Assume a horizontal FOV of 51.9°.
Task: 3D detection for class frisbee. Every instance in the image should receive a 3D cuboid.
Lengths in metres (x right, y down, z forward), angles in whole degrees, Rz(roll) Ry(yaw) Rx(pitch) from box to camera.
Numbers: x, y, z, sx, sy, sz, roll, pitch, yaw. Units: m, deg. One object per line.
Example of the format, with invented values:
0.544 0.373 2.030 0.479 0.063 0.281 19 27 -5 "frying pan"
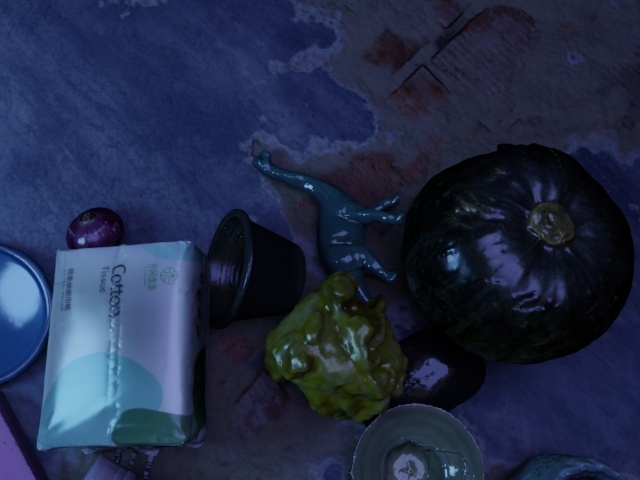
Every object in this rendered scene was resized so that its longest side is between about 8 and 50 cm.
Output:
-0.646 0.141 1.229 0.290 0.049 0.289 3 75 -13 "frisbee"

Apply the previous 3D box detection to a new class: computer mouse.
0.201 0.278 1.326 0.295 0.087 0.168 -26 80 -13 "computer mouse"

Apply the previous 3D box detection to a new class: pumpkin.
0.383 0.027 1.301 0.455 0.344 0.454 5 67 -11 "pumpkin"

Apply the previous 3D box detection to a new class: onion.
-0.440 -0.011 1.295 0.115 0.115 0.104 -37 127 -18 "onion"

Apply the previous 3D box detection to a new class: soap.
-0.586 0.417 1.140 0.181 0.081 0.259 -28 81 -17 "soap"

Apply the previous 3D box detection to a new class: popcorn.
0.043 0.211 1.242 0.242 0.235 0.250 -40 102 13 "popcorn"

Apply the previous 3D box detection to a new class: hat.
0.176 0.444 1.259 0.252 0.110 0.251 0 69 0 "hat"

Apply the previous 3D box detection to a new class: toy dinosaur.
0.000 0.000 1.381 0.331 0.129 0.383 5 73 2 "toy dinosaur"

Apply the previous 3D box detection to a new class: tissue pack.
-0.336 0.193 1.177 0.266 0.194 0.356 -4 73 5 "tissue pack"

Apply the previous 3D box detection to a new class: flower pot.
-0.121 0.064 1.281 0.148 0.235 0.235 11 71 -28 "flower pot"

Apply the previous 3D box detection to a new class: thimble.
0.473 0.517 1.260 0.250 0.172 0.204 4 75 -11 "thimble"

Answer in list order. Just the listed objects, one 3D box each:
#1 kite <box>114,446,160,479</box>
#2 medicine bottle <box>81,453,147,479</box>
-0.339 0.388 1.231 0.127 0.016 0.229 10 71 -4 "kite"
-0.310 0.487 1.130 0.250 0.133 0.133 38 70 -7 "medicine bottle"
